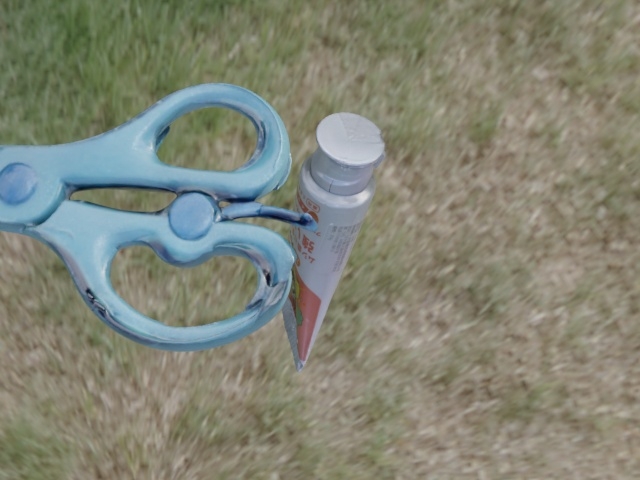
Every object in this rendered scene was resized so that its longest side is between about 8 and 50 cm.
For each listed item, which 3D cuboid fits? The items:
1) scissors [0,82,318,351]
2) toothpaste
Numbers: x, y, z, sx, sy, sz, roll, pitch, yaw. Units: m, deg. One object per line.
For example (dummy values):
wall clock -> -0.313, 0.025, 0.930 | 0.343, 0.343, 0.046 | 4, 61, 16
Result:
scissors -> -0.191, -0.026, 1.086 | 0.393, 0.032, 0.180 | 5, 71, 15
toothpaste -> 0.000, 0.000, 1.267 | 0.057, 0.234, 0.089 | -2, 51, -15
